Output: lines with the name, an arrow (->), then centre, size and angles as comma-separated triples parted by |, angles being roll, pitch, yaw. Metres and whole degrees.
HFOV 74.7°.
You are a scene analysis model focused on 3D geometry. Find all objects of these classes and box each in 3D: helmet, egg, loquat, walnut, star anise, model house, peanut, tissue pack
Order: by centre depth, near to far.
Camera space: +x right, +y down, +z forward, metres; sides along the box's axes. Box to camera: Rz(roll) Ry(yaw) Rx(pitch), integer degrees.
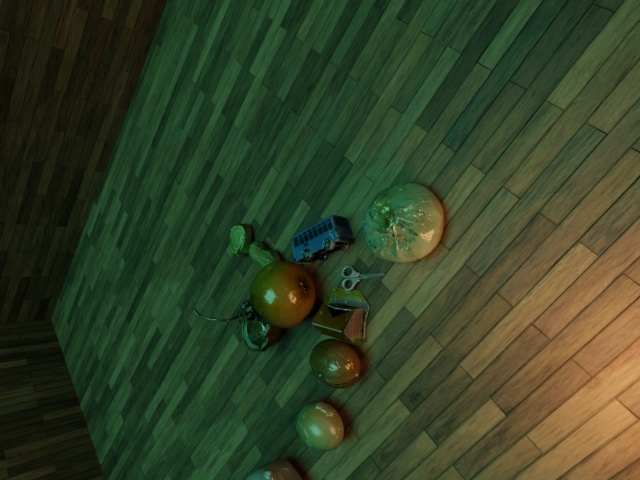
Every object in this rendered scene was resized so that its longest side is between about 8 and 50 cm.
walnut -> 0.054, 0.444, 1.513 | 0.207, 0.167, 0.168 | 16, 98, 44
model house -> 0.051, 0.281, 1.538 | 0.219, 0.135, 0.208 | 8, 93, 40
egg -> -0.002, 0.684, 1.548 | 0.201, 0.164, 0.165 | 20, 101, 46
tissue pack -> -0.147, 1.024, 1.610 | 0.333, 0.229, 0.236 | 47, 117, 31
loquat -> -0.141, 0.209, 1.621 | 0.263, 0.263, 0.263 | -2, 87, 40
helmet -> -0.238, 0.364, 1.782 | 0.224, 0.130, 0.198 | -54, 52, 39
peanut -> -0.241, 0.076, 1.822 | 0.214, 0.090, 0.099 | 36, 123, 34
star anise -> -0.425, 0.327, 1.895 | 0.218, 0.227, 0.148 | 22, 109, 50

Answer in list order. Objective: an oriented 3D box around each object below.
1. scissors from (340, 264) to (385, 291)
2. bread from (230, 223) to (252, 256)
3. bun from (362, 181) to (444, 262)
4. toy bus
scissors -> 0.152, 0.132, 1.535 | 0.188, 0.015, 0.100 | -10, 71, 34
bread -> -0.369, -0.001, 1.951 | 0.117, 0.064, 0.157 | 6, 93, 44
bun -> 0.258, -0.060, 1.374 | 0.287, 0.146, 0.288 | -2, 86, 38
toy bus -> 0.000, 0.000, 1.609 | 0.233, 0.116, 0.134 | -26, 72, 34
